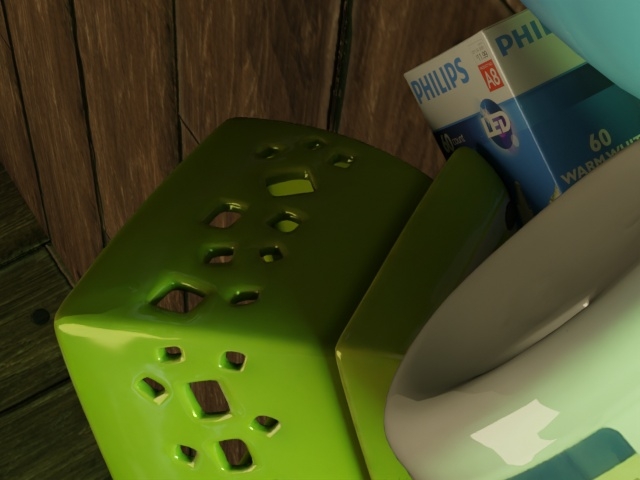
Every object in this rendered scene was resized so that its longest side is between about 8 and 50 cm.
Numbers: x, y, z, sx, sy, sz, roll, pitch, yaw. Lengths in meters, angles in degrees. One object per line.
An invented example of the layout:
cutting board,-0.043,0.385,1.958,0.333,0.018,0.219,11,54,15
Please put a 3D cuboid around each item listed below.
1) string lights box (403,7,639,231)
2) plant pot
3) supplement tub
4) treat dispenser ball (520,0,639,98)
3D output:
string lights box,0.159,-0.012,0.864,0.259,0.077,0.133,63,163,-3
plant pot,0.010,0.073,0.865,0.207,0.227,0.228,3,127,27
supplement tub,0.207,0.121,0.622,0.316,0.228,0.228,49,163,-8
treat dispenser ball,0.155,-0.157,0.334,0.288,0.288,0.288,52,159,29
